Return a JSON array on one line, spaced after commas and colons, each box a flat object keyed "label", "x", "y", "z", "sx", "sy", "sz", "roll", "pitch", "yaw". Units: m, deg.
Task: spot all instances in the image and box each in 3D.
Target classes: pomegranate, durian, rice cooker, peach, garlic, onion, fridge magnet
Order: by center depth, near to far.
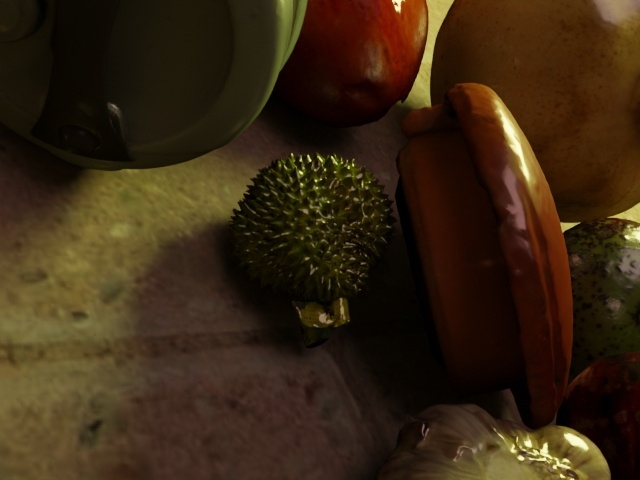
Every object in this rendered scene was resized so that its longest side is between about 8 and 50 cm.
[{"label": "garlic", "x": 0.150, "y": 0.255, "z": 0.706, "sx": 0.245, "sy": 0.160, "sz": 0.245, "roll": 9, "pitch": 43, "yaw": -8}, {"label": "rice cooker", "x": -0.166, "y": -0.251, "z": 0.751, "sx": 0.335, "sy": 0.335, "sz": 0.325, "roll": 31, "pitch": 36, "yaw": -18}, {"label": "onion", "x": 0.363, "y": 0.206, "z": 0.793, "sx": 0.281, "sy": 0.221, "sz": 0.281, "roll": 2, "pitch": 43, "yaw": -2}, {"label": "durian", "x": -0.008, "y": -0.013, "z": 0.821, "sx": 0.159, "sy": 0.146, "sz": 0.198, "roll": 37, "pitch": 27, "yaw": -4}, {"label": "fridge magnet", "x": 0.173, "y": 0.017, "z": 0.868, "sx": 0.363, "sy": 0.155, "sz": 0.363, "roll": -13, "pitch": 90, "yaw": -84}, {"label": "peach", "x": 0.018, "y": -0.277, "z": 1.047, "sx": 0.281, "sy": 0.238, "sz": 0.281, "roll": 62, "pitch": -2, "yaw": 3}, {"label": "pomegranate", "x": 0.350, "y": 0.066, "z": 1.080, "sx": 0.214, "sy": 0.214, "sz": 0.248, "roll": 25, "pitch": 7, "yaw": -25}, {"label": "pomegranate", "x": 0.351, "y": -0.220, "z": 1.161, "sx": 0.417, "sy": 0.416, "sz": 0.416, "roll": 26, "pitch": 39, "yaw": -24}]
